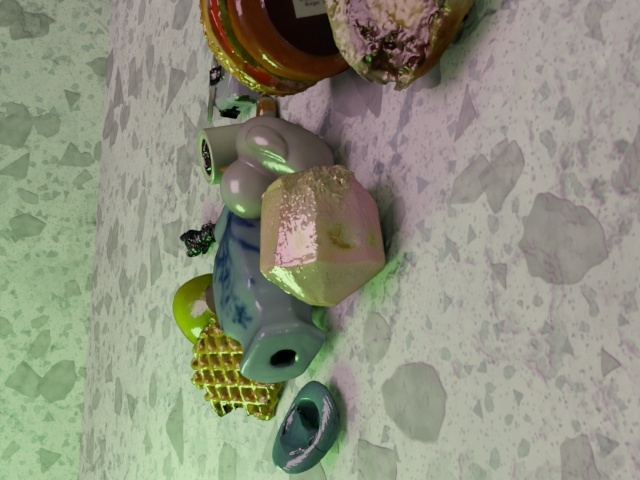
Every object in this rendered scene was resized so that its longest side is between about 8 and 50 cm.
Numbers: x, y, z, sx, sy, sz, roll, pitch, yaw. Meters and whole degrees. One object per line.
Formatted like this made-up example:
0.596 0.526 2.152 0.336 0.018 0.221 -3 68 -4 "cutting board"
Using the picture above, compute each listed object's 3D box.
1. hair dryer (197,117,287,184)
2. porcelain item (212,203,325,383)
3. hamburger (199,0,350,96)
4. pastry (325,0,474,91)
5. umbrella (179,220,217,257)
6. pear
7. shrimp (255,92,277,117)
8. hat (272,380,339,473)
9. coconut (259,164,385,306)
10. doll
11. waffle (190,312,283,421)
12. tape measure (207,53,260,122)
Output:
-0.174 -0.108 1.999 0.128 0.203 0.361 -123 30 -45 "hair dryer"
-0.118 0.089 1.835 0.242 0.179 0.405 -60 33 39 "porcelain item"
-0.068 -0.454 1.696 0.250 0.330 0.329 4 89 62 "hamburger"
0.142 -0.402 1.448 0.236 0.170 0.256 49 131 23 "pastry"
-0.313 -0.006 2.326 0.224 0.071 0.080 -22 94 53 "umbrella"
-0.273 0.179 2.109 0.219 0.188 0.187 -46 46 50 "pear"
-0.150 -0.276 2.104 0.166 0.049 0.161 165 107 -68 "shrimp"
-0.018 0.374 1.712 0.138 0.078 0.190 39 101 48 "hat"
0.000 0.000 1.582 0.233 0.233 0.245 -34 56 55 "coconut"
-0.100 -0.137 1.774 0.251 0.221 0.221 16 101 28 "doll"
-0.196 0.308 1.968 0.291 0.051 0.291 14 113 35 "waffle"
-0.228 -0.409 2.200 0.178 0.105 0.196 -38 54 54 "tape measure"
